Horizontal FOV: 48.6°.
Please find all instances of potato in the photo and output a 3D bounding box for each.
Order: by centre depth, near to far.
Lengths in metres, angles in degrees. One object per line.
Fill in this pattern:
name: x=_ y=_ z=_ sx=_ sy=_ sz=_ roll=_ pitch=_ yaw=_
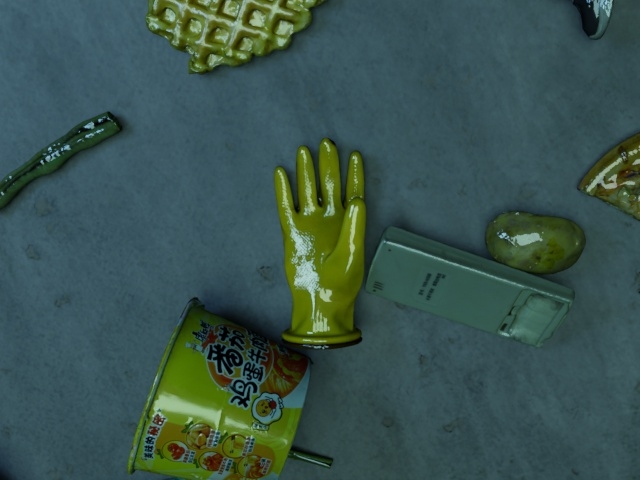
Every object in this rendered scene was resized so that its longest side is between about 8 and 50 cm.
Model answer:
potato: x=0.299 y=0.004 z=0.991 sx=0.138 sy=0.070 sz=0.092 roll=8 pitch=121 yaw=9

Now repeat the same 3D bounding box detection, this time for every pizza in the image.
pizza: x=0.455 y=-0.064 z=0.972 sx=0.184 sy=0.036 sz=0.176 roll=-17 pitch=98 yaw=12

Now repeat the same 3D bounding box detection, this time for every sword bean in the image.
sword bean: x=-0.420 y=-0.119 z=1.095 sx=0.269 sy=0.038 sz=0.043 roll=-31 pitch=70 yaw=13

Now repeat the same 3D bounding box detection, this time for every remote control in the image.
remote control: x=0.210 y=0.069 z=1.014 sx=0.285 sy=0.038 sz=0.123 roll=17 pitch=135 yaw=4

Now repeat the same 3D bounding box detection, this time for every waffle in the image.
waffle: x=-0.132 y=-0.379 z=0.993 sx=0.291 sy=0.051 sz=0.291 roll=2 pitch=104 yaw=7

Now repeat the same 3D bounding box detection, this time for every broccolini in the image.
broccolini: x=-0.089 y=0.337 z=1.137 sx=0.218 sy=0.044 sz=0.042 roll=15 pitch=87 yaw=0

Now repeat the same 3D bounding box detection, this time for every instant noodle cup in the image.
instant noodle cup: x=-0.137 y=0.238 z=1.019 sx=0.200 sy=0.264 sz=0.264 roll=20 pitch=103 yaw=-3

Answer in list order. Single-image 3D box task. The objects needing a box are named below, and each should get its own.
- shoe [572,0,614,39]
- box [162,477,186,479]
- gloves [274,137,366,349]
shoe: x=0.325 y=-0.342 z=0.924 sx=0.099 sy=0.071 sz=0.169 roll=-7 pitch=96 yaw=13
box: x=-0.235 y=0.565 z=1.112 sx=0.118 sy=0.205 sz=0.311 roll=-18 pitch=98 yaw=13
gloves: x=-0.001 y=0.000 z=1.028 sx=0.133 sy=0.116 sz=0.294 roll=-1 pitch=94 yaw=1
